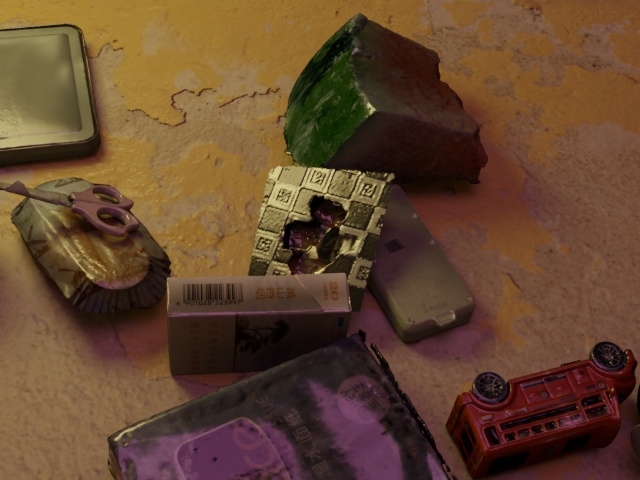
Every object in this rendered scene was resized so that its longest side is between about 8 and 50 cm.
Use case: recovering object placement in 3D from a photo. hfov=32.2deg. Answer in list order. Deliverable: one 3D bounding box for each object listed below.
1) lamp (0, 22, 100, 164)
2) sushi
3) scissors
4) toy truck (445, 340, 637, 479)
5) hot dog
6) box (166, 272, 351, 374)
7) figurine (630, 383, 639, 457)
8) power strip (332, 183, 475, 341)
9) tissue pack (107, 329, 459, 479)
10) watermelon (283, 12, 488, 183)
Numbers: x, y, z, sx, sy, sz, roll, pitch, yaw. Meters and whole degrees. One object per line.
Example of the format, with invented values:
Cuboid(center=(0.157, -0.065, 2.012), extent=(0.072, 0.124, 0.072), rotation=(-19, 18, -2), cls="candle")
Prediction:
Cuboid(center=(-0.488, -0.227, 1.716), extent=(0.267, 0.047, 0.269), rotation=(-8, 55, -11), cls="lamp")
Cuboid(center=(0.000, 0.000, 1.576), extent=(0.193, 0.040, 0.210), rotation=(6, 71, 20), cls="sushi")
Cuboid(center=(-0.348, -0.057, 1.494), extent=(0.212, 0.021, 0.110), rotation=(15, 30, -27), cls="scissors")
Cuboid(center=(0.297, 0.222, 1.433), extent=(0.253, 0.107, 0.114), rotation=(-12, 56, -13), cls="toy truck")
Cuboid(center=(-0.321, 0.009, 1.540), extent=(0.163, 0.081, 0.270), rotation=(-20, 50, -32), cls="hot dog")
Cuboid(center=(-0.082, 0.110, 1.446), extent=(0.233, 0.149, 0.067), rotation=(-1, 56, -7), cls="box")
Cuboid(center=(0.517, 0.210, 1.443), extent=(0.276, 0.161, 0.158), rotation=(-17, 78, -13), cls="figurine")
Cuboid(center=(0.115, 0.026, 1.595), extent=(0.118, 0.046, 0.270), rotation=(-19, 58, -19), cls="power strip")
Cuboid(center=(-0.048, 0.289, 1.336), extent=(0.361, 0.122, 0.259), rotation=(-19, 61, -22), cls="tissue pack")
Cuboid(center=(0.097, -0.217, 1.693), extent=(0.302, 0.151, 0.264), rotation=(1, 40, -10), cls="watermelon")
